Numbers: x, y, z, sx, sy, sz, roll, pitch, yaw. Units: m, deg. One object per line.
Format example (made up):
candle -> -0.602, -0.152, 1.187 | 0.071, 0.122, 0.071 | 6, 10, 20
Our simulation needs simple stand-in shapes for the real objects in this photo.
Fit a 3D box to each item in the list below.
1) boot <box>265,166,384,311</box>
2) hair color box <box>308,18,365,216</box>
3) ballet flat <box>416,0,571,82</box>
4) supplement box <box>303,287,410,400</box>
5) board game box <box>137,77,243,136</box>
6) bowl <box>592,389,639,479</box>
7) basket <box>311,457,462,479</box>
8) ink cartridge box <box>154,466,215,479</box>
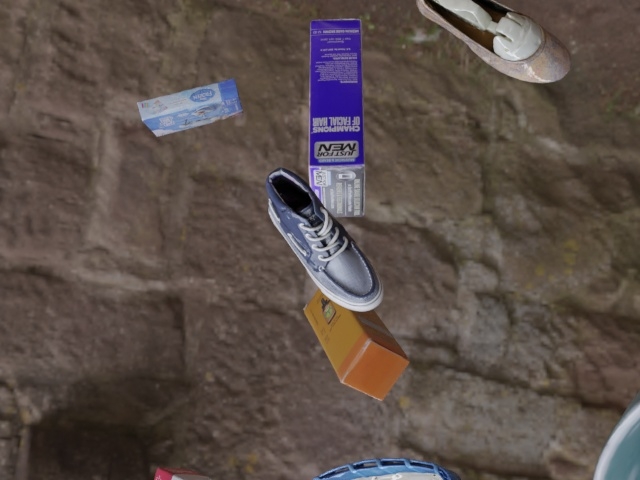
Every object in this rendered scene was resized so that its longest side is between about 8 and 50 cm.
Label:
boot -> 0.000, 0.000, 1.048 | 0.190, 0.069, 0.086 | 45, 168, 21
hair color box -> 0.032, -0.234, 1.721 | 0.110, 0.338, 0.185 | -2, 151, 1
ballet flat -> 0.298, -0.379, 1.594 | 0.316, 0.107, 0.106 | 31, -178, 15
supplement box -> 0.047, 0.134, 1.310 | 0.080, 0.078, 0.233 | 28, -168, -25
board game box -> -0.119, -0.124, 0.846 | 0.090, 0.020, 0.090 | -14, 178, -2
bowl -> 0.340, 0.131, 0.572 | 0.312, 0.163, 0.311 | 12, 128, 16
basket -> 0.041, 0.323, 0.912 | 0.255, 0.201, 0.289 | -17, 151, 36
ink cartridge box -> -0.151, 0.359, 1.127 | 0.150, 0.109, 0.063 | 8, 169, 43
